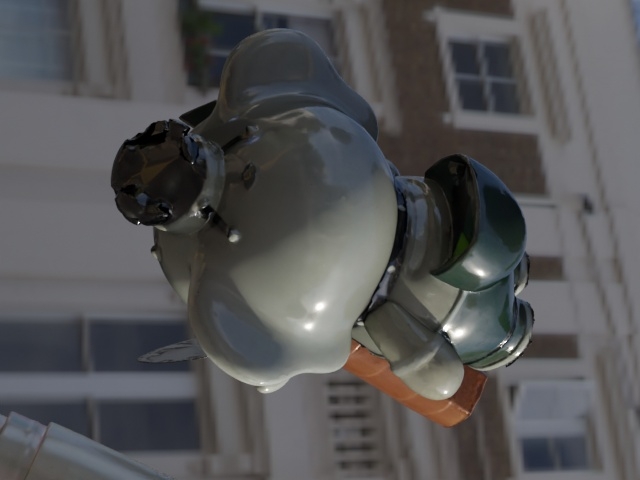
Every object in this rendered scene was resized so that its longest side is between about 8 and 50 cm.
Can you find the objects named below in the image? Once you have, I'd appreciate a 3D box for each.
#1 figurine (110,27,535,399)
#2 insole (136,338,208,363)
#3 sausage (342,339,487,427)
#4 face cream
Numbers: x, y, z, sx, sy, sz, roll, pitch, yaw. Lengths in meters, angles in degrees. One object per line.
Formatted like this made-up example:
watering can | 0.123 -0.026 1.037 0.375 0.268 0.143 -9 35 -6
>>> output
figurine | 0.000 0.000 0.686 0.126 0.192 0.147 -24 -128 44
insole | -0.067 0.089 1.600 0.086 0.253 0.005 2 -79 41
sausage | 0.047 0.080 1.330 0.065 0.169 0.065 -48 -159 26
face cream | -0.173 0.235 1.471 0.102 0.345 0.102 -155 -90 -83
